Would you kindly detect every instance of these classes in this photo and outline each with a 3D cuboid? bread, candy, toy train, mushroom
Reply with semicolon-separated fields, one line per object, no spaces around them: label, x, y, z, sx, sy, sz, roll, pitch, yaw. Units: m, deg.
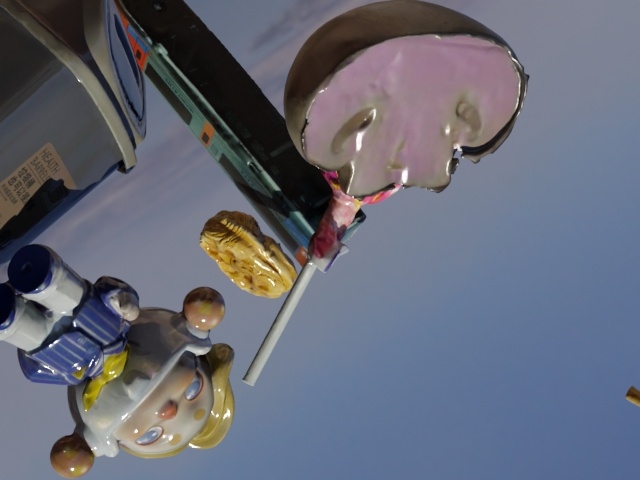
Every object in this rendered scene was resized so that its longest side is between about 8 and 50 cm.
bread;-0.071;0.014;1.547;0.083;0.110;0.044;-4;-136;55
candy;0.000;0.000;1.736;0.365;0.124;0.124;-61;-176;0
toy train;-0.111;-0.147;1.862;0.086;0.409;0.089;-35;169;-27
mushroom;0.058;-0.121;1.164;0.188;0.117;0.141;-4;137;-21

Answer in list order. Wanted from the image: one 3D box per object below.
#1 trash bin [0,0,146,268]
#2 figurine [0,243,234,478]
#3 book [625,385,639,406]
trash bin;-0.273;-0.092;1.249;0.290;0.182;0.209;-45;162;-13
figurine;-0.190;0.105;1.298;0.274;0.133;0.193;14;106;-44
book;0.543;0.283;1.684;0.389;0.269;0.032;30;-91;46
